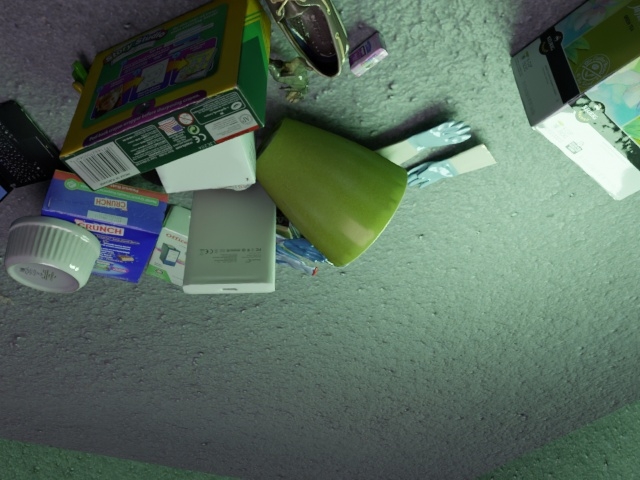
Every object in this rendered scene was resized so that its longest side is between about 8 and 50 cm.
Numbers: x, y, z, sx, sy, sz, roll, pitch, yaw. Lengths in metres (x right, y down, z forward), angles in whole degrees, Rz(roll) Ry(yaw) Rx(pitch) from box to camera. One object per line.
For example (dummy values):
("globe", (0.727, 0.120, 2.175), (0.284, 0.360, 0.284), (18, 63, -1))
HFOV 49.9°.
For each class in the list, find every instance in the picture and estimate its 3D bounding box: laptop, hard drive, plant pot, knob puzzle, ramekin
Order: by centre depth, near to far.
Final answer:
("plant pot", (-0.004, -0.134, 1.541), (0.294, 0.274, 0.275), (35, 131, -16))
("laptop", (-0.744, -0.158, 1.552), (0.264, 0.136, 0.234), (-12, 141, 12))
("ramekin", (-0.624, 0.040, 1.591), (0.207, 0.109, 0.207), (5, 152, 3))
("hard drive", (-0.207, -0.014, 1.616), (0.203, 0.307, 0.040), (-1, 142, -1))
("knob puzzle", (-0.147, -0.011, 1.783), (0.213, 0.030, 0.213), (14, 155, 7))

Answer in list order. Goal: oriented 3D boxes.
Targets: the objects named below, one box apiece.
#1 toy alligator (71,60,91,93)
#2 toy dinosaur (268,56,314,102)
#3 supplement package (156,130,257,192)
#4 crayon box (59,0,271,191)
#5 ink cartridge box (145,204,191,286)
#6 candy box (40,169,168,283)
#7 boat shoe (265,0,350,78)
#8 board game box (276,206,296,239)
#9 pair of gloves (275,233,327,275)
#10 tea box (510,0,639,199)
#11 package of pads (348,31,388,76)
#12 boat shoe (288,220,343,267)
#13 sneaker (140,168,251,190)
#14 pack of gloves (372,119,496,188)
("toy alligator", (-0.472, -0.306, 1.450), (0.051, 0.056, 0.189), (27, 159, 35))
("toy dinosaur", (-0.073, -0.335, 1.361), (0.118, 0.064, 0.268), (19, 179, -4))
("supplement package", (-0.240, -0.230, 1.429), (0.194, 0.203, 0.149), (-6, 142, 5))
("crayon box", (-0.274, -0.283, 1.271), (0.363, 0.313, 0.106), (-17, 136, 19))
("ink cartridge box", (-0.357, 0.024, 1.817), (0.154, 0.093, 0.212), (22, 135, -12))
("candy box", (-0.546, -0.025, 1.702), (0.268, 0.122, 0.317), (14, 151, -19))
("boat shoe", (-0.041, -0.436, 1.262), (0.117, 0.096, 0.324), (-18, 139, 19))
("board game box", (-0.109, -0.044, 1.810), (0.281, 0.027, 0.145), (0, 140, -3))
("pair of gloves", (-0.065, 0.030, 1.737), (0.159, 0.023, 0.198), (24, 155, -3))
("tea box", (0.619, -0.303, 1.358), (0.329, 0.220, 0.323), (28, 132, -32))
("package of pads", (0.095, -0.374, 1.383), (0.083, 0.050, 0.032), (-31, 138, 32))
("boat shoe", (0.000, 0.000, 1.765), (0.108, 0.102, 0.301), (-16, 139, 16))
("sneaker", (-0.283, -0.161, 1.599), (0.270, 0.090, 0.145), (7, -177, 28))
("pack of gloves", (0.267, -0.210, 1.619), (0.232, 0.046, 0.195), (-18, 145, 29))
